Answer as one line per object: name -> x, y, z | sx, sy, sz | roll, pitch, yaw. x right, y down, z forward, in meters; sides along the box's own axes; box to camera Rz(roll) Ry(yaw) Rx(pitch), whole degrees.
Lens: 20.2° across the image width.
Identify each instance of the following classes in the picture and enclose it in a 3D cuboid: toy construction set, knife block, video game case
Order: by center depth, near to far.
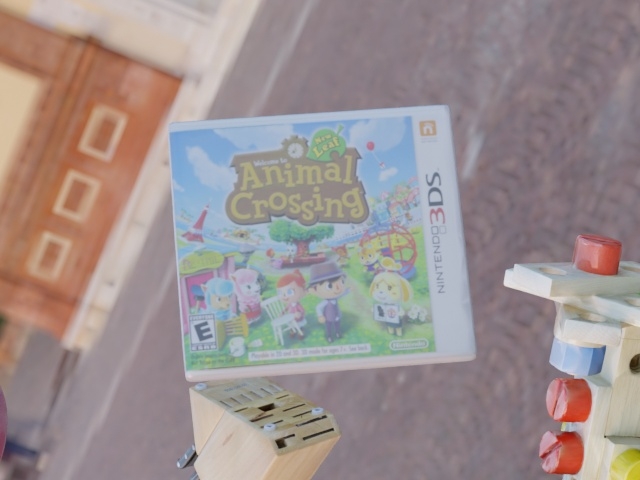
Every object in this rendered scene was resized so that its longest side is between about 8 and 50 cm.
toy construction set -> 0.162, 0.135, 1.178 | 0.151, 0.215, 0.327 | -118, 37, -57
video game case -> 0.000, 0.000, 1.312 | 0.023, 0.212, 0.193 | 102, 164, -75
knife block -> -0.074, 0.286, 2.089 | 0.276, 0.088, 0.242 | 22, 123, 55

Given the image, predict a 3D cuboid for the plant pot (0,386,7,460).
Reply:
plant pot -> -0.467, 0.198, 1.907 | 0.201, 0.180, 0.201 | -16, 62, 32
